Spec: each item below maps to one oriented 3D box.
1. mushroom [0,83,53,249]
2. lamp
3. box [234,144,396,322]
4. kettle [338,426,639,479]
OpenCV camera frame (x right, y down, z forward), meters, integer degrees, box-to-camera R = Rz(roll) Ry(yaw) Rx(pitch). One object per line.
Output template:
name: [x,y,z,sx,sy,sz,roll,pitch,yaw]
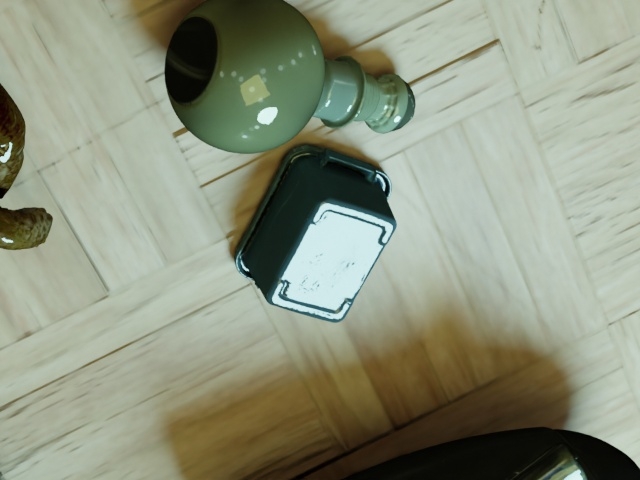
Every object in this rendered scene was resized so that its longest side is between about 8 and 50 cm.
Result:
mushroom: [-0.219,-0.044,1.045,0.170,0.080,0.135,33,119,-31]
lamp: [-0.010,-0.088,1.087,0.163,0.091,0.091,11,118,-39]
box: [0.000,0.000,1.153,0.074,0.054,0.099,18,114,-24]
kettle: [0.104,0.237,1.247,0.271,0.207,0.251,-30,118,-7]
